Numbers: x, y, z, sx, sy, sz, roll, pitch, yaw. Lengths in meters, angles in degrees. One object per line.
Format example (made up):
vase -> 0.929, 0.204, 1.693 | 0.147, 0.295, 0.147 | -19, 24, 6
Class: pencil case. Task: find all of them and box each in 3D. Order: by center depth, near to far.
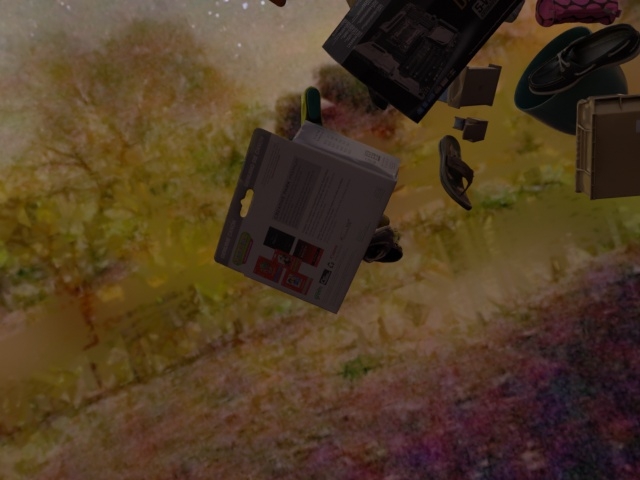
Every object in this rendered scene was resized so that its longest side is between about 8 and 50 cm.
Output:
pencil case -> 0.683, -0.611, 1.710 | 0.209, 0.095, 0.098 | -7, 42, -10

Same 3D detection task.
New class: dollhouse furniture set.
dollhouse furniture set -> 0.418, -0.515, 2.220 | 0.198, 0.286, 0.303 | -13, 31, -40

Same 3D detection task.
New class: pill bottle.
pill bottle -> 0.210, -0.086, 2.448 | 0.065, 0.065, 0.116 | -17, -31, 31

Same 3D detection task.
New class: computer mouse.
computer mouse -> 0.152, -0.540, 1.994 | 0.060, 0.262, 0.184 | -23, -18, 31

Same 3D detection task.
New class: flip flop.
flip flop -> 0.417, -0.214, 1.935 | 0.112, 0.277, 0.080 | 31, -43, -35

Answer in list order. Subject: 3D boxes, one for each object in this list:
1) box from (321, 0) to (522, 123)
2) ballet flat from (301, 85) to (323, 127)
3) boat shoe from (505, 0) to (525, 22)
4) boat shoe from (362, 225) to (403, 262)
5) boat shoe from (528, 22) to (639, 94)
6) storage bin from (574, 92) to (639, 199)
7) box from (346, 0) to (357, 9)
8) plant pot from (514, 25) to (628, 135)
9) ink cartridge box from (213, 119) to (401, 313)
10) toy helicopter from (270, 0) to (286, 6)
box -> 0.186, -0.386, 1.117 | 0.307, 0.076, 0.242 | -49, -41, 15
ballet flat -> -0.033, -0.395, 2.140 | 0.077, 0.231, 0.077 | -6, 12, -26
boat shoe -> 0.481, -0.687, 1.824 | 0.081, 0.227, 0.079 | -52, -39, 4
boat shoe -> 0.168, 0.020, 1.765 | 0.112, 0.096, 0.335 | -23, -5, 19
boat shoe -> 0.690, -0.489, 1.720 | 0.302, 0.114, 0.091 | -24, -27, 32
storage bin -> 0.796, -0.244, 1.628 | 0.262, 0.260, 0.123 | -4, 17, 7
box -> 0.106, -0.786, 1.857 | 0.073, 0.296, 0.293 | -27, 9, -3
plant pot -> 0.780, -0.454, 1.955 | 0.293, 0.235, 0.293 | -49, 20, 25
ink cartridge box -> -0.030, -0.056, 1.246 | 0.271, 0.309, 0.130 | 23, 28, -1
toy helicopter -> -0.233, -0.915, 2.298 | 0.355, 0.140, 0.235 | 0, 39, -1
